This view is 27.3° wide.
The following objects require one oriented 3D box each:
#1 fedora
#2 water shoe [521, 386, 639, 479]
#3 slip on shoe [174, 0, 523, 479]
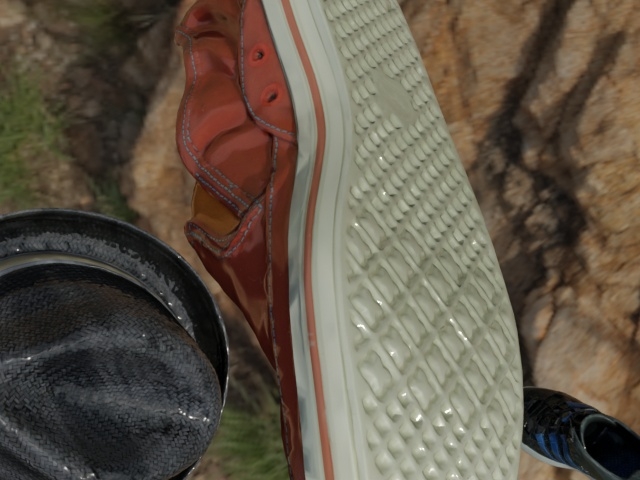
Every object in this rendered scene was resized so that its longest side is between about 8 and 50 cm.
[{"bbox_3d":[-0.207,0.126,1.136,0.152,0.334,0.334,9,106,59],"label":"fedora"},{"bbox_3d":[0.247,0.176,1.225,0.203,0.073,0.080,28,152,39],"label":"water shoe"},{"bbox_3d":[0.000,0.000,0.540,0.101,0.123,0.331,-35,48,26],"label":"slip on shoe"}]
